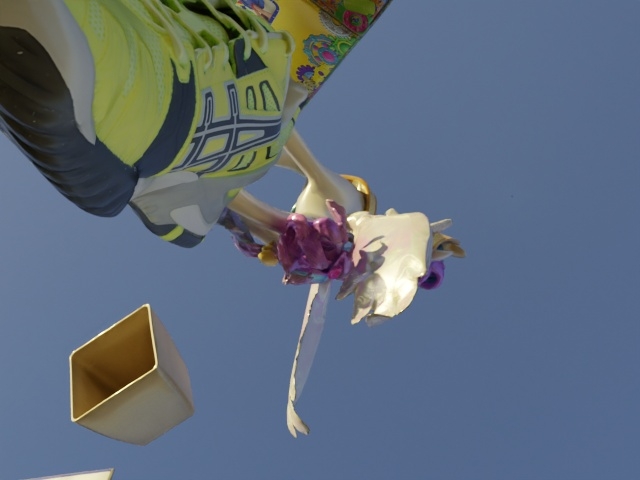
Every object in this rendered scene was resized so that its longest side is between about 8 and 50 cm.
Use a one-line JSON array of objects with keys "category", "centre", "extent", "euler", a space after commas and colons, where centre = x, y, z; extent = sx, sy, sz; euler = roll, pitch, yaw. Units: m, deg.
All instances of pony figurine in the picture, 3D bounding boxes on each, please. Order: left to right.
[{"category": "pony figurine", "centre": [0.000, 0.000, 1.081], "extent": [0.363, 0.351, 0.303], "euler": [35, -48, -7]}]

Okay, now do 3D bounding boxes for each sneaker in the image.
[{"category": "sneaker", "centre": [-0.100, -0.099, 0.512], "extent": [0.147, 0.385, 0.145], "euler": [-44, -95, 1]}]

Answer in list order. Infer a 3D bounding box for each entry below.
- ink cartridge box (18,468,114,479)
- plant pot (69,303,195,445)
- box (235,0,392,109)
[{"category": "ink cartridge box", "centre": [-0.431, 0.442, 1.169], "extent": [0.304, 0.307, 0.072], "euler": [-10, -62, 14]}, {"category": "plant pot", "centre": [-0.195, 0.156, 0.989], "extent": [0.109, 0.109, 0.096], "euler": [-34, -54, 8]}, {"category": "box", "centre": [-0.016, -0.267, 0.850], "extent": [0.177, 0.279, 0.290], "euler": [36, -116, -7]}]
